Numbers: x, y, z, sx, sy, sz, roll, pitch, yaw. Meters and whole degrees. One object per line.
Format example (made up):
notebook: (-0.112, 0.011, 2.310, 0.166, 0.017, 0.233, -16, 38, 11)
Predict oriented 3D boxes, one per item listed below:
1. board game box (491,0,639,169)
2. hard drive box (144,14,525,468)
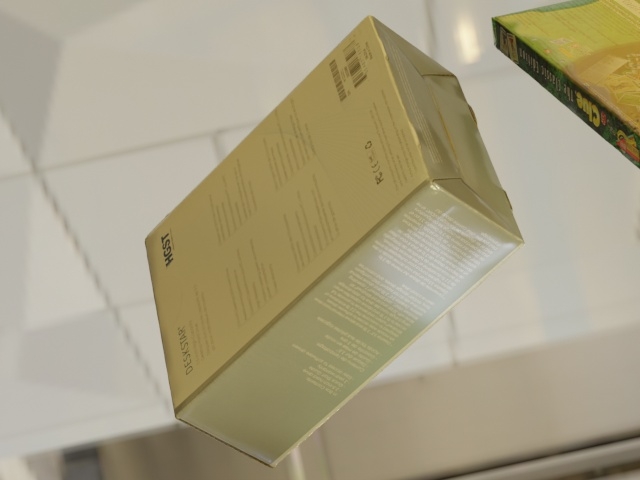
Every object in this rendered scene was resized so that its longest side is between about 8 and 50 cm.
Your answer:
board game box: (0.225, -0.116, 1.330, 0.259, 0.136, 0.030, -124, -158, -62)
hard drive box: (0.000, 0.000, 1.261, 0.089, 0.232, 0.181, 32, 27, -33)
